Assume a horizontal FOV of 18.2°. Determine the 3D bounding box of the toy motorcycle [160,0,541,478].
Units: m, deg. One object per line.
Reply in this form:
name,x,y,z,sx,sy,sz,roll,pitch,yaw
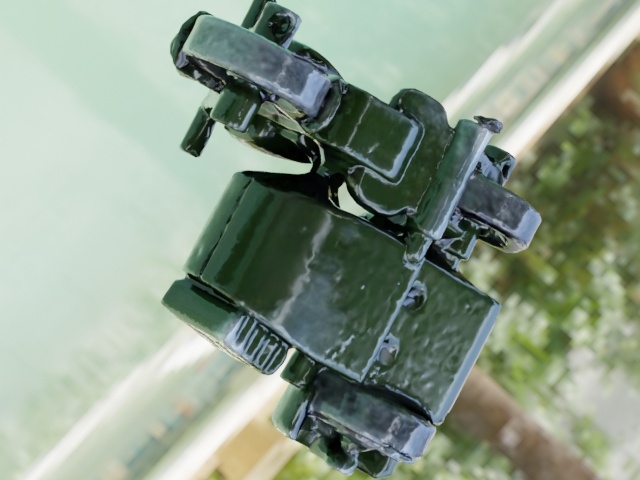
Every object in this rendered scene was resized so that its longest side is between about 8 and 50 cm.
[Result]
toy motorcycle,0.000,0.000,1.043,0.127,0.275,0.205,25,-94,53
